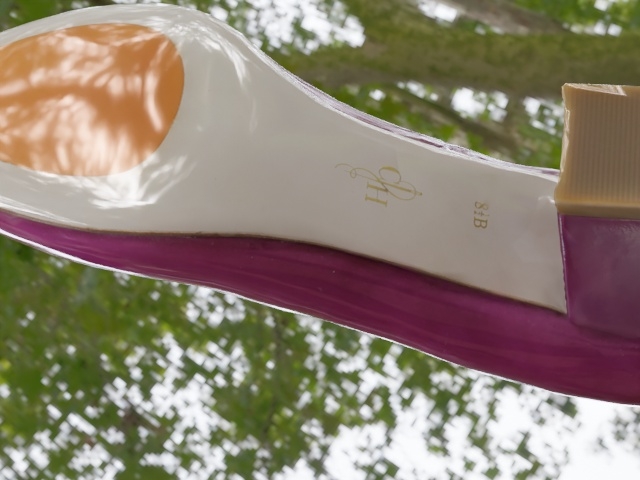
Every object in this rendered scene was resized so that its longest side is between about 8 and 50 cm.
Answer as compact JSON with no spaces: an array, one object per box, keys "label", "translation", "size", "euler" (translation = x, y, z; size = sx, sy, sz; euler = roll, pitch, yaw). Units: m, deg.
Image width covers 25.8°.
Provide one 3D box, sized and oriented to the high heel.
[{"label":"high heel","translation":[0.000,0.000,0.394],"size":[0.117,0.244,0.082],"euler":[76,-161,-53]}]
